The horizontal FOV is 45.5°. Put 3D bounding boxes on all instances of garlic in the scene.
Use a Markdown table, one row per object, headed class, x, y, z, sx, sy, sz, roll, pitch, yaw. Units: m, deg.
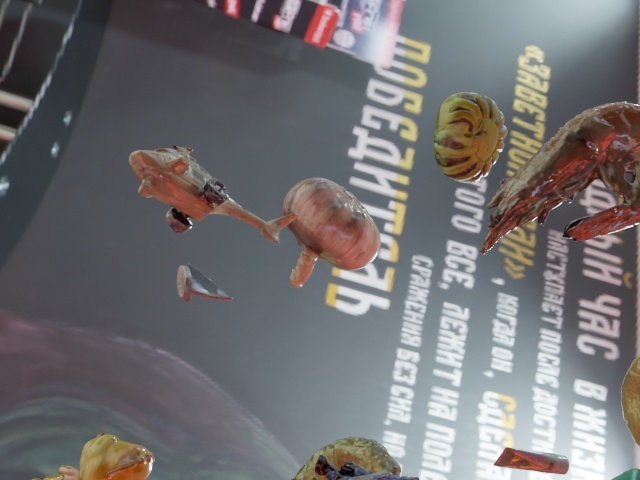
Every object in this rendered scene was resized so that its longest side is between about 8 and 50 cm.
| class | x | y | z | sx | sy | sz | roll | pitch | yaw |
| --- | --- | --- | --- | --- | --- | --- | --- | --- | --- |
| garlic | 0.000 | 0.000 | 1.667 | 0.253 | 0.245 | 0.245 | -52 | -166 | 12 |

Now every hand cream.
| class | x | y | z | sx | sy | sz | roll | pitch | yaw |
| --- | --- | --- | --- | --- | --- | --- | --- | --- | --- |
| hand cream | 0.508 | 0.527 | 1.829 | 0.047 | 0.174 | 0.076 | -95 | -161 | -51 |

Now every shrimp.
| class | x | y | z | sx | sy | sz | roll | pitch | yaw |
| --- | --- | --- | --- | --- | --- | --- | --- | --- | --- |
| shrimp | 0.257 | -0.046 | 0.761 | 0.223 | 0.126 | 0.047 | -40 | 161 | 2 |

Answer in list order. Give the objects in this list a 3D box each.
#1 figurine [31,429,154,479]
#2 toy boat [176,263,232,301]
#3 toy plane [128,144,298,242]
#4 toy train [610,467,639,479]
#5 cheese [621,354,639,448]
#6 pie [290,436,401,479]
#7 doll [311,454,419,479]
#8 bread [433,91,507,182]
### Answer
| class | x | y | z | sx | sy | sz | roll | pitch | yaw |
| --- | --- | --- | --- | --- | --- | --- | --- | --- | --- |
| figurine | -0.437 | 0.458 | 1.481 | 0.156 | 0.246 | 0.131 | 67 | 18 | 8 |
| toy boat | -0.251 | 0.100 | 1.651 | 0.034 | 0.122 | 0.096 | -38 | -132 | 36 |
| toy plane | -0.147 | -0.059 | 1.065 | 0.092 | 0.286 | 0.108 | -35 | -135 | 27 |
| toy train | 0.462 | 0.399 | 1.036 | 0.107 | 0.198 | 0.154 | -61 | 179 | -40 |
| cheese | 0.604 | 0.290 | 1.282 | 0.226 | 0.117 | 0.213 | 88 | -10 | -48 |
| pie | 0.039 | 0.510 | 1.376 | 0.306 | 0.071 | 0.306 | -20 | -125 | 32 |
| doll | 0.081 | 0.345 | 1.014 | 0.070 | 0.195 | 0.096 | 97 | 14 | -50 |
| bread | 0.234 | -0.161 | 1.192 | 0.071 | 0.130 | 0.139 | 19 | -95 | 55 |
